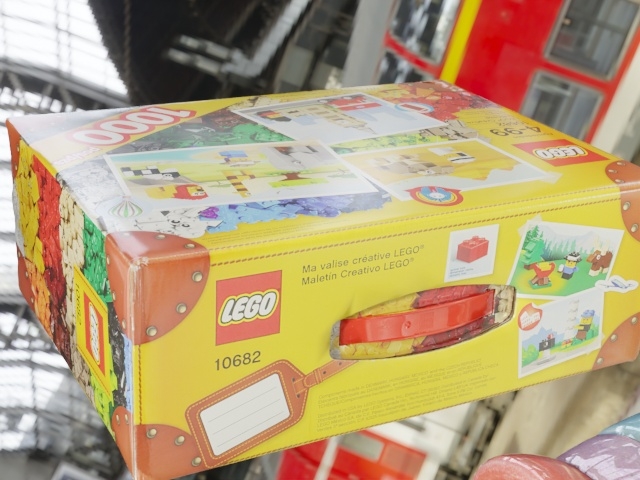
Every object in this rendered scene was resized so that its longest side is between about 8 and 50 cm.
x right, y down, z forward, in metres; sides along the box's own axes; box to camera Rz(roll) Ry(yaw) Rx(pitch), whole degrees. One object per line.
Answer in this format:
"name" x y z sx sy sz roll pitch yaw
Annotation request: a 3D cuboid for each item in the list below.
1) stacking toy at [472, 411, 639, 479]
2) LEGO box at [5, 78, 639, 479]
"stacking toy" 0.184 0.175 0.379 0.309 0.131 0.279 127 130 -67
"LEGO box" 0.000 0.000 1.017 0.372 0.501 0.193 37 130 53
